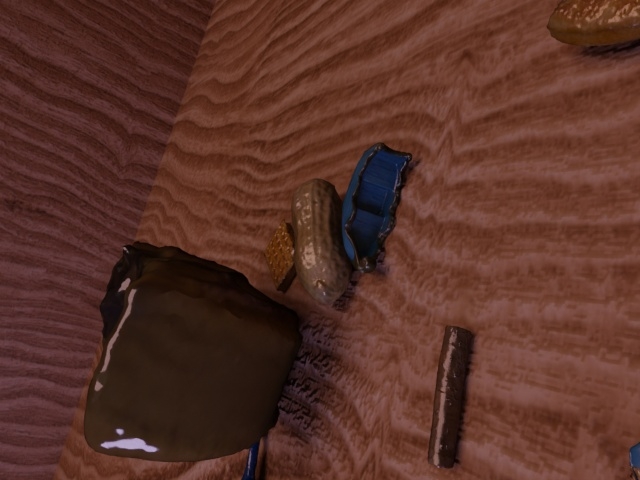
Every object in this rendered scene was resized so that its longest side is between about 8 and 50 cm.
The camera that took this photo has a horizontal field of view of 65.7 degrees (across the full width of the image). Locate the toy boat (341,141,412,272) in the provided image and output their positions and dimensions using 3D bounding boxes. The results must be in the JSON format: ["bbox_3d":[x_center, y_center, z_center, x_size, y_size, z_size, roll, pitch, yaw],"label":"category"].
[{"bbox_3d":[0.078,-0.046,0.714,0.077,0.075,0.186,20,92,68],"label":"toy boat"}]

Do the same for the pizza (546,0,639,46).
[{"bbox_3d":[0.335,-0.251,0.449,0.246,0.058,0.127,-35,51,38],"label":"pizza"}]

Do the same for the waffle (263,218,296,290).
[{"bbox_3d":[-0.073,0.027,0.960,0.092,0.021,0.135,-57,32,19],"label":"waffle"}]

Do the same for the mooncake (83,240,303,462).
[{"bbox_3d":[-0.228,0.141,0.773,0.393,0.393,0.247,18,86,25],"label":"mooncake"}]

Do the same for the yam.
[{"bbox_3d":[0.138,0.166,0.534,0.032,0.032,0.146,-12,61,55],"label":"yam"}]

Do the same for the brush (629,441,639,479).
[{"bbox_3d":[0.263,0.125,0.379,0.051,0.014,0.164,-16,58,52],"label":"brush"}]

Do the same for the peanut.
[{"bbox_3d":[0.000,0.000,0.789,0.099,0.090,0.215,88,179,-59],"label":"peanut"}]

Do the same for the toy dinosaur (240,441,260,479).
[{"bbox_3d":[-0.095,0.397,0.731,0.188,0.075,0.247,-64,24,-7],"label":"toy dinosaur"}]
